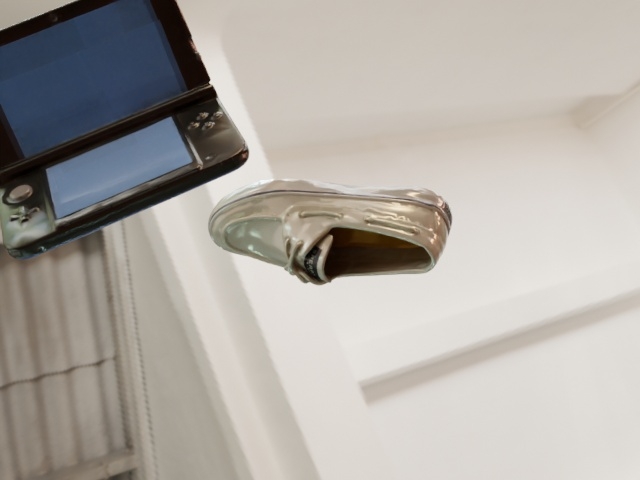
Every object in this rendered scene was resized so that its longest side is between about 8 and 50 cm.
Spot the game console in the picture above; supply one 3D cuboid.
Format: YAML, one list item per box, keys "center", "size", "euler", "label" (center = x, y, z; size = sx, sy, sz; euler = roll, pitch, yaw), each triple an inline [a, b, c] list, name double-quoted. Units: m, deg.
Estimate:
- center: [-0.265, -0.152, 1.113]
  size: [0.293, 0.173, 0.250]
  euler: [-24, -144, -6]
  label: "game console"

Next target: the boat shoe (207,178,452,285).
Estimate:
- center: [0.000, 0.000, 0.375]
  size: [0.100, 0.035, 0.035]
  euler: [2, -138, 16]
  label: "boat shoe"
